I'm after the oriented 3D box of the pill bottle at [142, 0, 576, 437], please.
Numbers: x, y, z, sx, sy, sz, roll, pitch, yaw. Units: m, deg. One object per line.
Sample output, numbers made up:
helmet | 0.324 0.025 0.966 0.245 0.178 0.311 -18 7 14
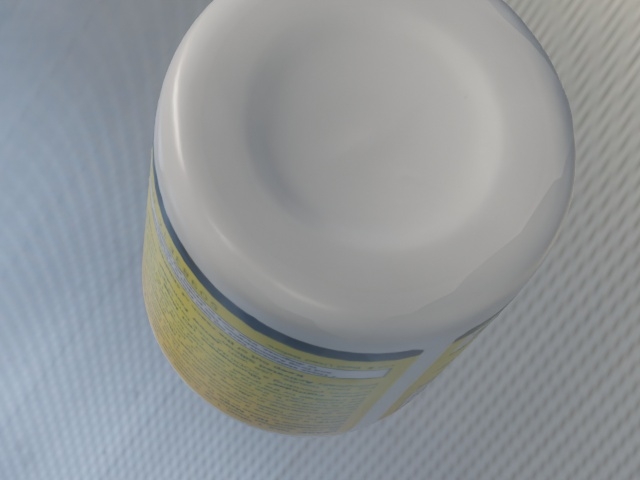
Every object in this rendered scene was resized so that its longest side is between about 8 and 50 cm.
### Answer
pill bottle | 0.000 0.000 0.794 0.334 0.188 0.188 116 164 -70
